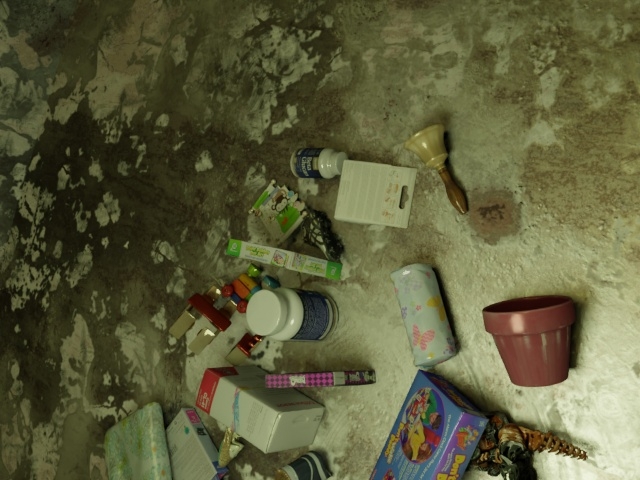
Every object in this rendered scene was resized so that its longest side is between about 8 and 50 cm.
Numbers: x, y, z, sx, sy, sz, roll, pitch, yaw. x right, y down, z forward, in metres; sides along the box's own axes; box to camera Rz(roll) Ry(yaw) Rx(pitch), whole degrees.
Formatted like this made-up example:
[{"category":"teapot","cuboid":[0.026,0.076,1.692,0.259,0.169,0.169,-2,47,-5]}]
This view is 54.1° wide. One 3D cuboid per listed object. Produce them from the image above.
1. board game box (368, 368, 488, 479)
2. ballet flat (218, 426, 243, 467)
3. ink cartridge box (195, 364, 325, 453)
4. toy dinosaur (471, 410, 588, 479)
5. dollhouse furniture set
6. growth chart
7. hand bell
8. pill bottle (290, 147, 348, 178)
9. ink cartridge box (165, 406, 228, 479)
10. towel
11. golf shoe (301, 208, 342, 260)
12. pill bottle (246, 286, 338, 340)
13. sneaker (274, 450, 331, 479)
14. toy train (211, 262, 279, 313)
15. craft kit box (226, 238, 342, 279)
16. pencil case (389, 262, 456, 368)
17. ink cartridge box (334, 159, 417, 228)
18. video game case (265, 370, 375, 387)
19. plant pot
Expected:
[{"category":"board game box","cuboid":[0.253,0.528,1.547,0.347,0.078,0.233,-67,21,7]},{"category":"ballet flat","cuboid":[-0.273,0.624,1.986,0.067,0.073,0.206,11,92,22]},{"category":"ink cartridge box","cuboid":[-0.179,0.486,1.843,0.306,0.226,0.131,23,95,37]},{"category":"toy dinosaur","cuboid":[0.436,0.502,1.455,0.322,0.164,0.218,-33,44,51]},{"category":"dollhouse furniture set","cuboid":[-0.309,0.262,1.981,0.259,0.262,0.135,41,107,-2]},{"category":"growth chart","cuboid":[-0.136,-0.096,2.028,0.172,0.021,0.237,-55,47,15]},{"category":"hand bell","cuboid":[0.331,-0.179,1.689,0.126,0.126,0.242,-31,77,28]},{"category":"pill bottle","cuboid":[-0.001,-0.238,1.927,0.169,0.094,0.094,5,85,36]},{"category":"ink cartridge box","cuboid":[-0.419,0.732,2.072,0.185,0.065,0.311,-52,54,18]},{"category":"towel","cuboid":[-0.629,0.760,2.155,0.374,0.090,0.320,-36,63,41]},{"category":"golf shoe","cuboid":[0.000,0.000,1.899,0.094,0.077,0.198,-46,45,26]},{"category":"pill bottle","cuboid":[-0.080,0.213,1.797,0.153,0.265,0.153,-7,78,34]},{"category":"sneaker","cuboid":[-0.063,0.715,1.811,0.099,0.153,0.282,43,137,30]},{"category":"toy train","cuboid":[-0.250,0.131,2.043,0.248,0.105,0.143,41,95,34]},{"category":"craft kit box","cuboid":[-0.104,0.057,1.853,0.247,0.250,0.060,14,89,36]},{"category":"pencil case","cuboid":[0.265,0.194,1.647,0.124,0.113,0.273,-31,64,39]},{"category":"ink cartridge box","cuboid":[0.163,-0.134,1.832,0.225,0.056,0.180,9,87,18]},{"category":"video game case","cuboid":[0.002,0.385,1.741,0.232,0.210,0.041,-11,75,35]},{"category":"plant pot","cuboid":[0.489,0.232,1.444,0.201,0.201,0.180,-10,92,34]}]
